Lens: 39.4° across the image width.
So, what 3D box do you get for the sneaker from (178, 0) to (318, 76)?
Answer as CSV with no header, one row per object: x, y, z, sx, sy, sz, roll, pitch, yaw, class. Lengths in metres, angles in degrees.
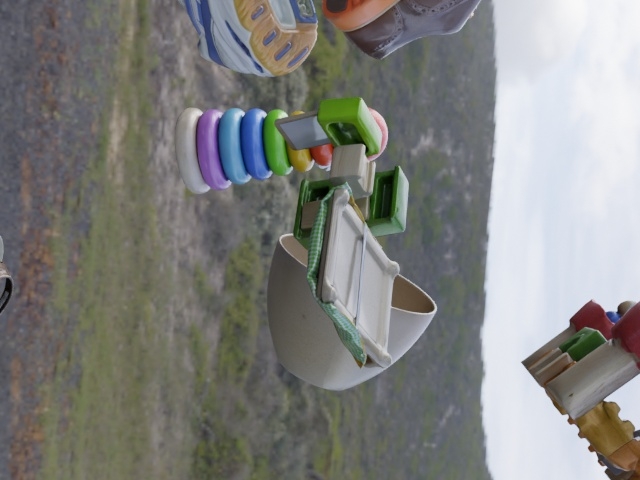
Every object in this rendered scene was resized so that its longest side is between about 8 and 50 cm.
-0.110,-0.280,0.783,0.112,0.131,0.296,-38,123,-36,sneaker

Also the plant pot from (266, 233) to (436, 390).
0.025,0.136,1.489,0.284,0.284,0.190,-81,-165,-78,plant pot

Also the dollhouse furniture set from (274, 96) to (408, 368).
0.000,0.000,1.121,0.197,0.151,0.301,52,37,-49,dollhouse furniture set

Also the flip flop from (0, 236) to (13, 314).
-0.572,0.091,1.534,0.277,0.080,0.112,-101,-173,-53,flip flop

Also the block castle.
0.459,0.230,1.225,0.303,0.213,0.453,54,4,8,block castle

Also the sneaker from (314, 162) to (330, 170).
0.007,-0.159,1.597,0.061,0.053,0.152,-45,158,6,sneaker

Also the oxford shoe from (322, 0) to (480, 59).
0.184,-0.366,1.192,0.133,0.364,0.130,41,36,-41,oxford shoe

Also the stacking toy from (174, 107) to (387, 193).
-0.057,-0.157,1.431,0.141,0.330,0.141,-5,90,-81,stacking toy
